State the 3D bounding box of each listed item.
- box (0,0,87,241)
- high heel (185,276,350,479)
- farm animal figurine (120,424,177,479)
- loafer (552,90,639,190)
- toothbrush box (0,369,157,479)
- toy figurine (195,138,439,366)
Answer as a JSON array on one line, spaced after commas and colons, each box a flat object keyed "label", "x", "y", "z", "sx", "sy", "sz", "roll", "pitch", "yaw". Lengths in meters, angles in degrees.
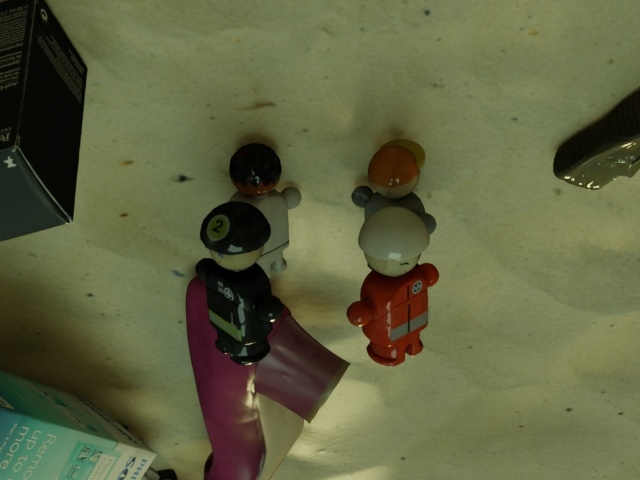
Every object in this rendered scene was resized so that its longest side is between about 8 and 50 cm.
[{"label": "box", "x": -0.336, "y": -0.078, "z": 1.206, "sx": 0.261, "sy": 0.184, "sz": 0.103, "roll": -14, "pitch": 136, "yaw": 14}, {"label": "high heel", "x": -0.104, "y": 0.173, "z": 1.586, "sx": 0.181, "sy": 0.127, "sz": 0.377, "roll": 35, "pitch": 137, "yaw": 3}, {"label": "farm animal figurine", "x": -0.273, "y": 0.399, "z": 1.745, "sx": 0.326, "sy": 0.172, "sz": 0.330, "roll": -21, "pitch": 135, "yaw": 19}, {"label": "loafer", "x": 0.280, "y": -0.091, "z": 1.318, "sx": 0.050, "sy": 0.056, "sz": 0.148, "roll": 32, "pitch": 138, "yaw": -33}, {"label": "toothbrush box", "x": -0.334, "y": 0.253, "z": 1.475, "sx": 0.216, "sy": 0.126, "sz": 0.295, "roll": -57, "pitch": 152, "yaw": -1}, {"label": "toy figurine", "x": 0.000, "y": 0.000, "z": 1.293, "sx": 0.213, "sy": 0.209, "sz": 0.148, "roll": 1, "pitch": 122, "yaw": 6}]
